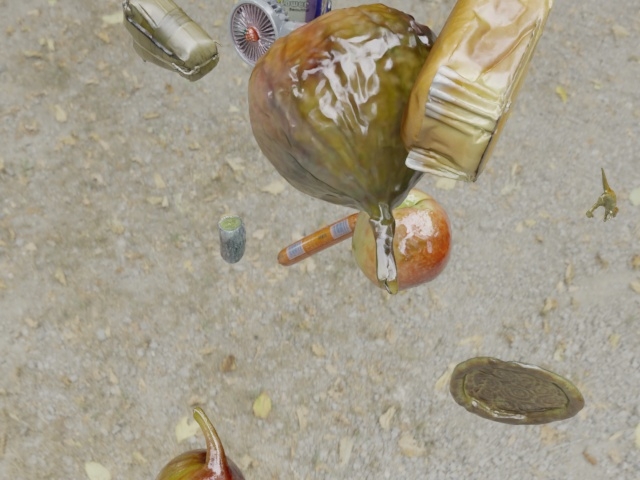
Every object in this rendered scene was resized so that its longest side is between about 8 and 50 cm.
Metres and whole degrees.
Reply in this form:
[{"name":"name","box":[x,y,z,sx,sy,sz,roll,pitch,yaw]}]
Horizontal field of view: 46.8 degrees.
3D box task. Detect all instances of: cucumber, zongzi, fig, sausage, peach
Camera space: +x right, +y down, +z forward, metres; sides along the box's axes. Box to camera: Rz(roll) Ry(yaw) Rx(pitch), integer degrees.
[{"name":"cucumber","box":[-0.200,-0.002,1.683,0.064,0.112,0.064,2,43,-1]},{"name":"zongzi","box":[-0.270,-0.340,1.338,0.099,0.197,0.194,-40,77,-23]},{"name":"fig","box":[0.059,-0.104,0.968,0.286,0.286,0.368,-9,76,-8]},{"name":"fig","box":[-0.191,0.410,1.228,0.175,0.207,0.175,23,22,-10]},{"name":"sausage","box":[0.000,0.000,1.888,0.053,0.348,0.053,21,57,-37]},{"name":"peach","box":[0.184,0.014,1.681,0.232,0.256,0.232,-1,33,1]}]

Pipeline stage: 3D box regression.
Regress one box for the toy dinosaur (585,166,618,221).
[{"name":"toy dinosaur","box":[0.731,-0.117,1.872,0.126,0.162,0.039,-15,30,-37]}]

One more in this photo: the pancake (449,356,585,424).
[{"name":"pancake","box":[0.361,0.282,1.370,0.250,0.250,0.031,15,55,6]}]

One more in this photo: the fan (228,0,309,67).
[{"name":"fan","box":[-0.068,-0.376,1.360,0.244,0.130,0.074,20,38,34]}]

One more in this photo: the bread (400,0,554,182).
[{"name":"bread","box":[0.169,-0.186,0.799,0.107,0.136,0.241,24,61,8]}]

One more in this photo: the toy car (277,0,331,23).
[{"name":"toy car","box":[-0.055,-0.563,1.745,0.172,0.235,0.158,2,48,2]}]
